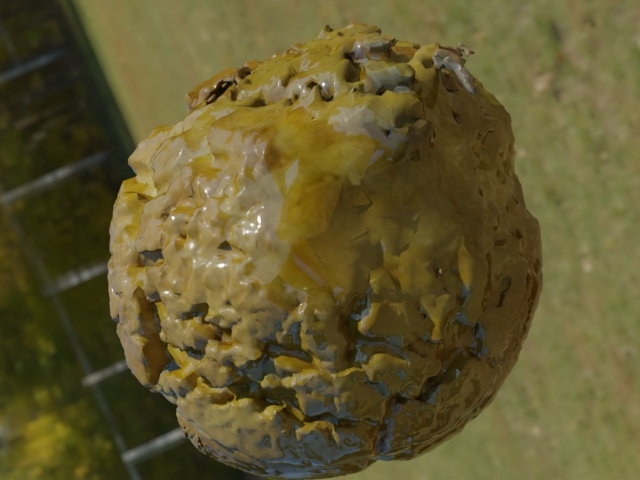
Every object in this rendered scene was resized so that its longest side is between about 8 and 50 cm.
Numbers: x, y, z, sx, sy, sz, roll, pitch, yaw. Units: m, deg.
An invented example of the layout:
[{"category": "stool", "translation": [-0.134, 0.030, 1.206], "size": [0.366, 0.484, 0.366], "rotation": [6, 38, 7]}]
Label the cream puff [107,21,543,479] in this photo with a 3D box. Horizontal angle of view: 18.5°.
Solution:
[{"category": "cream puff", "translation": [0.000, 0.000, 0.772], "size": [0.189, 0.189, 0.129], "rotation": [63, -171, 28]}]
